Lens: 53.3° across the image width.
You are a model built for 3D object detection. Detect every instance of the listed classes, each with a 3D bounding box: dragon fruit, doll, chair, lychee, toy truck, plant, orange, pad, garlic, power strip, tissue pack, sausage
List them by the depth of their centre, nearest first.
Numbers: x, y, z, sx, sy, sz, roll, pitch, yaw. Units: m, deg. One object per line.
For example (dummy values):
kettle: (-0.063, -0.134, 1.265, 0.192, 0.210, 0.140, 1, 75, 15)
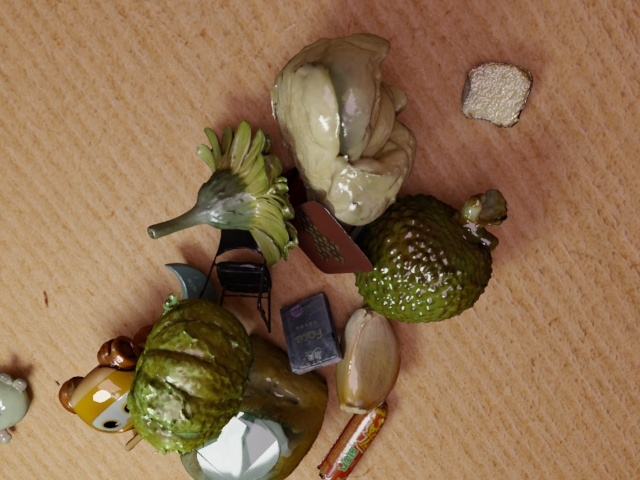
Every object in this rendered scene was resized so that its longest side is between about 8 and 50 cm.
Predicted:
orange: (-0.246, 0.265, 1.238, 0.223, 0.301, 0.300, 20, 142, -10)
lychee: (0.215, 0.036, 1.281, 0.320, 0.270, 0.270, -12, 107, 47)
plant: (-0.168, -0.058, 1.281, 0.297, 0.305, 0.261, -53, 137, -12)
pad: (0.000, 0.000, 1.284, 0.004, 0.267, 0.181, -45, 102, -20)
dragon fruit: (-0.023, -0.065, 1.356, 0.092, 0.122, 0.192, -34, 99, -13)
power strip: (0.086, -0.023, 1.378, 0.032, 0.056, 0.123, 35, 107, -2)
garlic: (0.100, 0.255, 1.403, 0.145, 0.164, 0.245, 9, 101, 17)
chair: (-0.171, 0.076, 1.419, 0.140, 0.221, 0.145, 2, 149, 6)
tissue pack: (-0.021, 0.209, 1.419, 0.112, 0.051, 0.156, -21, 62, 11)
toy truck: (-0.417, 0.329, 1.441, 0.204, 0.288, 0.212, -42, 85, 15)
power strip: (-0.305, 0.160, 1.448, 0.137, 0.044, 0.216, 7, 92, -27)
sausage: (0.085, 0.464, 1.510, 0.083, 0.083, 0.264, 29, 107, -2)
doll: (-0.823, 0.427, 1.599, 0.154, 0.113, 0.275, 33, 100, -12)

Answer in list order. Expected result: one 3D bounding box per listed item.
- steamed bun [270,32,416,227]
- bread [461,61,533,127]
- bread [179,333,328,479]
steamed bun: (0.059, -0.201, 1.194, 0.230, 0.325, 0.372, -20, 118, -15)
bread: (0.349, -0.295, 1.278, 0.129, 0.044, 0.126, 12, 114, 1)
bread: (-0.178, 0.445, 1.442, 0.239, 0.264, 0.395, 35, 106, -8)
